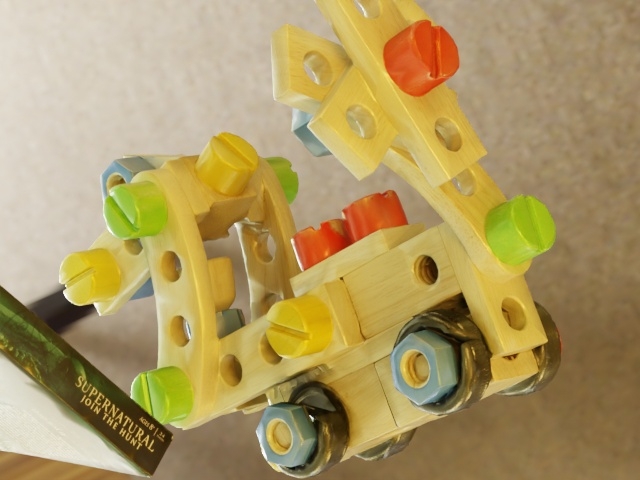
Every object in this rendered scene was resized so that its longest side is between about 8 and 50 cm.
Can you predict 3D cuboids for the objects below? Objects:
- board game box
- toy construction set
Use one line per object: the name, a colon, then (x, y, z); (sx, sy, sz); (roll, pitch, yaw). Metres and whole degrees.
board game box: (-0.169, 0.045, 0.916); (0.126, 0.026, 0.186); (3, 146, 45)
toy construction set: (0.000, 0.000, 0.971); (0.328, 0.151, 0.215); (-37, 70, 56)
